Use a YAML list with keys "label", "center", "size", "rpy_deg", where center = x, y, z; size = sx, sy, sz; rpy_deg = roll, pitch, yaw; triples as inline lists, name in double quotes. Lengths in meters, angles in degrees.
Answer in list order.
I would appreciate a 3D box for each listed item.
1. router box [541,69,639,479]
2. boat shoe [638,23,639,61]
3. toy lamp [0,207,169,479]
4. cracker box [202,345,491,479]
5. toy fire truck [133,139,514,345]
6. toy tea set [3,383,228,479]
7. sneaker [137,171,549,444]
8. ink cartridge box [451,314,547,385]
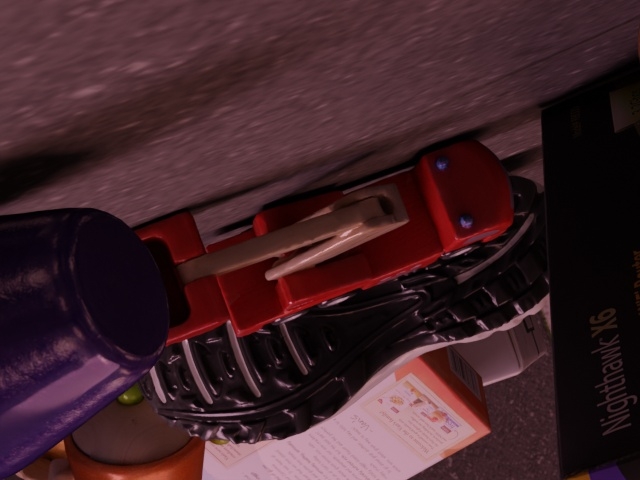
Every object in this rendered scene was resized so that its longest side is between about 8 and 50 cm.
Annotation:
- label: "router box"
  center: [0.207, -0.007, 0.597]
  size: [0.243, 0.081, 0.309]
  rpy_deg: [-22, -159, 15]
- label: "boat shoe"
  center: [0.214, -0.078, 0.422]
  size: [0.110, 0.122, 0.341]
  rpy_deg: [-27, -172, -21]
- label: "toy lamp"
  center: [-0.168, 0.059, 0.511]
  size: [0.274, 0.080, 0.080]
  rpy_deg: [-24, 174, 25]
- label: "cracker box"
  center: [-0.011, 0.133, 1.253]
  size: [0.232, 0.156, 0.067]
  rpy_deg: [-32, -148, 18]
- label: "toy fire truck"
  center: [0.000, 0.000, 0.716]
  size: [0.192, 0.047, 0.135]
  rpy_deg: [-21, 174, -8]
- label: "toy tea set"
  center: [-0.222, 0.168, 1.092]
  size: [0.200, 0.124, 0.336]
  rpy_deg: [21, -143, 33]
- label: "sneaker"
  center: [0.020, 0.042, 0.974]
  size: [0.271, 0.100, 0.108]
  rpy_deg: [-22, 180, 9]
- label: "ink cartridge box"
  center: [0.073, 0.085, 1.447]
  size: [0.211, 0.122, 0.289]
  rpy_deg: [-20, 175, 10]
